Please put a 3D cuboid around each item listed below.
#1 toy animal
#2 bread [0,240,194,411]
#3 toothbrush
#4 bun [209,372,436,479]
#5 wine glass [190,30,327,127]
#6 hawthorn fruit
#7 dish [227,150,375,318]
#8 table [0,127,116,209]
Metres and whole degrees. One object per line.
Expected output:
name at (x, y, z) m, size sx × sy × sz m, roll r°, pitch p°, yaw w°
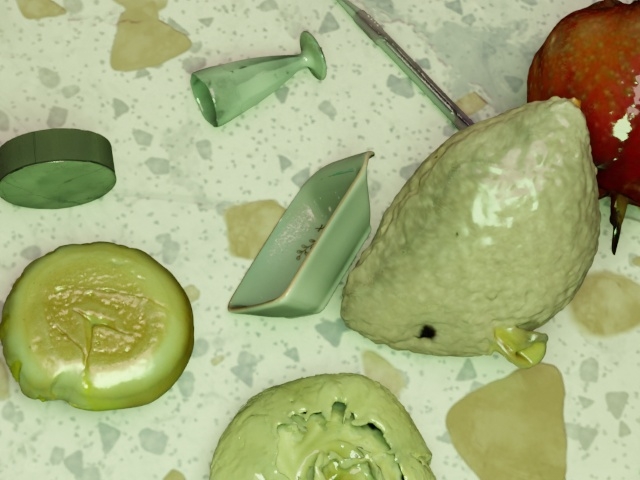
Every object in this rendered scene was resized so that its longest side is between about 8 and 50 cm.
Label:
toy animal at (0.195, -0.006, 1.765) m, size 0.226 × 0.358 × 0.188 m, roll 32°, pitch 24°, yaw -15°
bread at (-0.246, 0.097, 1.734) m, size 0.213 × 0.105 × 0.213 m, roll 2°, pitch 68°, yaw -4°
toothbrush at (0.075, -0.259, 1.955) m, size 0.029 × 0.024 × 0.354 m, roll -37°, pitch 78°, yaw -27°
bun at (0.006, 0.257, 1.691) m, size 0.259 × 0.152 × 0.259 m, roll 2°, pitch 72°, yaw -7°
wine glass at (-0.074, -0.195, 1.887) m, size 0.155 × 0.073 × 0.073 m, roll -25°, pitch 76°, yaw -20°
hawthorn fruit at (0.358, -0.132, 1.848) m, size 0.254 × 0.254 × 0.300 m, roll 8°, pitch 92°, yaw -5°
dish at (0.000, 0.000, 1.796) m, size 0.064 × 0.154 × 0.234 m, roll 38°, pitch 68°, yaw -18°
table at (-0.299, -0.080, 1.776) m, size 0.133 × 0.133 × 0.043 m, roll -5°, pitch 70°, yaw -10°
